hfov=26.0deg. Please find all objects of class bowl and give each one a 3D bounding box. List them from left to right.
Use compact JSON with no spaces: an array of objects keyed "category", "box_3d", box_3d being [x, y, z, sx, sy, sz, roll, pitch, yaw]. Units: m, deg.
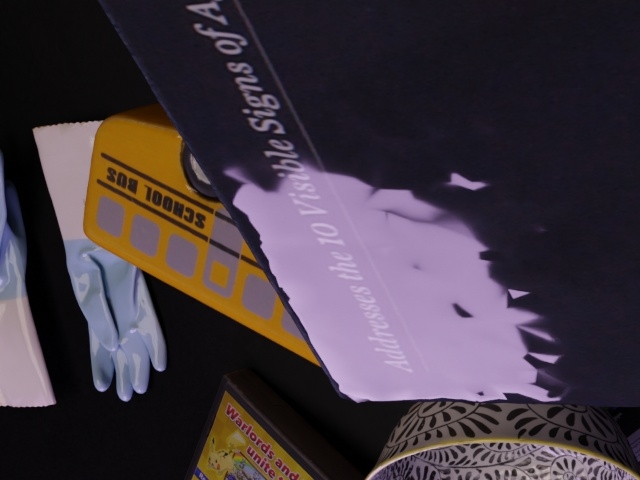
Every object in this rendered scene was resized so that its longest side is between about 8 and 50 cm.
[{"category":"bowl","box_3d":[0.110,0.122,0.810,0.170,0.170,0.080,-26,43,37]}]

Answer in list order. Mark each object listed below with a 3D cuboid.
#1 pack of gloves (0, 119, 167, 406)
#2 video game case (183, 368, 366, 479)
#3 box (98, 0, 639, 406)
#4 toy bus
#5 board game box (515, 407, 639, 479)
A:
[{"category":"pack of gloves","box_3d":[-0.214,0.019,1.130,0.195,0.046,0.232,-4,103,24]},{"category":"video game case","box_3d":[-0.015,0.273,1.021,0.275,0.035,0.248,40,122,33]},{"category":"box","box_3d":[0.172,-0.183,0.443,0.472,0.297,0.480,-3,141,22]},{"category":"toy bus","box_3d":[0.000,0.000,0.917,0.333,0.108,0.130,26,116,28]},{"category":"board game box","box_3d":[0.195,0.162,0.859,0.141,0.048,0.170,52,125,11]}]
